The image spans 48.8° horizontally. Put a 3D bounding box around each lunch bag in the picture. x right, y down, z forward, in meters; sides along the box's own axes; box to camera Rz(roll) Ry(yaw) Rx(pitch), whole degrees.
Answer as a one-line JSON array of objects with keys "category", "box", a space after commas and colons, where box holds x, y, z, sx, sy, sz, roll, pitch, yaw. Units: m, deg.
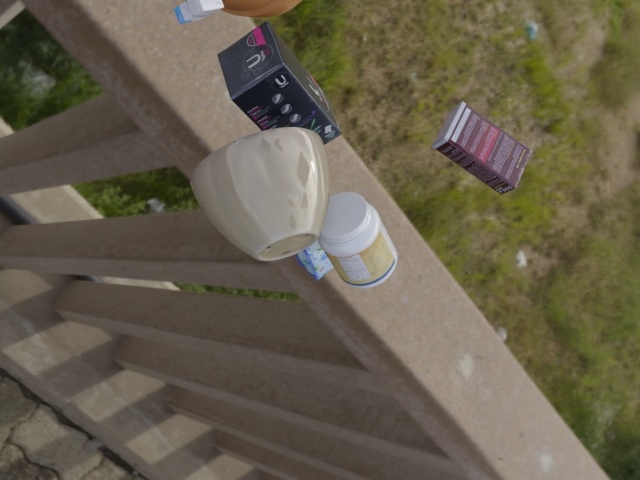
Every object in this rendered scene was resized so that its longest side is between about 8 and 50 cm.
[{"category": "lunch bag", "box": [0.000, 0.000, 1.726, 0.129, 0.096, 0.151, -39, 145, -15]}]

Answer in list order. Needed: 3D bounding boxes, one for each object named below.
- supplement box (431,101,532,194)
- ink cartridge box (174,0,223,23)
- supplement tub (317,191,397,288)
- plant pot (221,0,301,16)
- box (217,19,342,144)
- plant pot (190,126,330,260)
[{"category": "supplement box", "box": [0.428, -0.242, 1.867, 0.239, 0.073, 0.130, 33, 70, -11]}, {"category": "ink cartridge box", "box": [-0.195, -0.385, 1.158, 0.048, 0.083, 0.028, -31, 105, -44]}, {"category": "supplement tub", "box": [0.077, 0.000, 1.563, 0.144, 0.144, 0.199, -60, 143, -23]}, {"category": "plant pot", "box": [-0.160, -0.532, 1.224, 0.203, 0.291, 0.290, -35, 112, -55]}, {"category": "box", "box": [-0.089, -0.329, 1.599, 0.270, 0.143, 0.165, 42, 22, -51]}, {"category": "plant pot", "box": [-0.097, -0.071, 1.417, 0.284, 0.284, 0.190, -6, 67, -39]}]
